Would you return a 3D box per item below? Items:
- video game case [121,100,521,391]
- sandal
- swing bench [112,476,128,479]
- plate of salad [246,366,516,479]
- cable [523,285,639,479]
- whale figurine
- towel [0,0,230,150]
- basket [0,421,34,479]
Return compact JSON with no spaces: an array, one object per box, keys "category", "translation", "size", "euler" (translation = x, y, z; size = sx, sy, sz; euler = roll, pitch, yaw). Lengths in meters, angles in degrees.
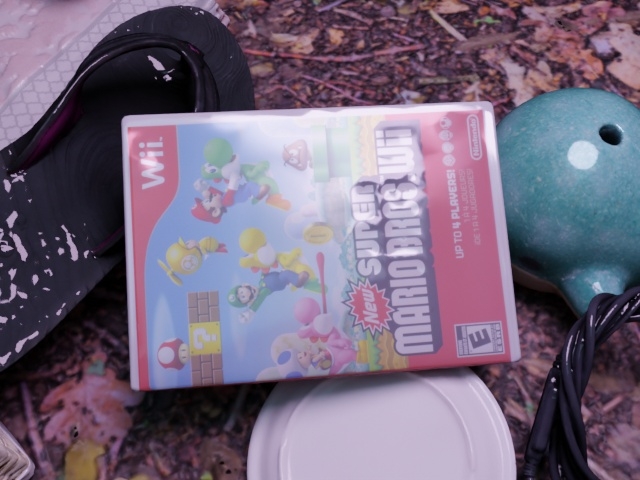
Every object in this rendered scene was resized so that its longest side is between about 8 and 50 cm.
[{"category":"video game case","translation":[0.000,0.000,0.541],"size":[0.285,0.025,0.204],"euler":[-4,82,-5]},{"category":"sandal","translation":[-0.167,-0.069,0.588],"size":[0.167,0.107,0.445],"euler":[40,50,-12]},{"category":"swing bench","translation":[-0.053,0.309,0.368],"size":[0.255,0.165,0.253],"euler":[42,67,-26]},{"category":"plate of salad","translation":[0.044,0.168,0.541],"size":[0.200,0.048,0.199],"euler":[-5,64,10]},{"category":"cable","translation":[0.236,0.122,0.524],"size":[0.151,0.047,0.184],"euler":[19,85,-1]},{"category":"whale figurine","translation":[0.261,-0.029,0.591],"size":[0.272,0.141,0.216],"euler":[25,64,12]},{"category":"towel","translation":[-0.314,-0.203,0.754],"size":[0.317,0.053,0.331],"euler":[28,64,16]},{"category":"basket","translation":[-0.318,0.145,0.530],"size":[0.167,0.103,0.113],"euler":[37,67,20]}]
